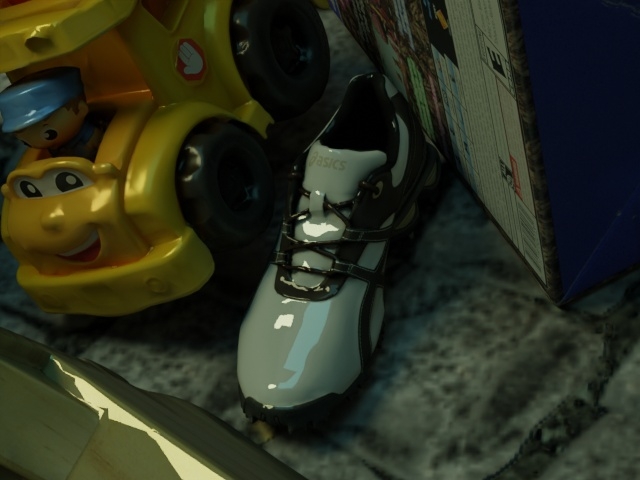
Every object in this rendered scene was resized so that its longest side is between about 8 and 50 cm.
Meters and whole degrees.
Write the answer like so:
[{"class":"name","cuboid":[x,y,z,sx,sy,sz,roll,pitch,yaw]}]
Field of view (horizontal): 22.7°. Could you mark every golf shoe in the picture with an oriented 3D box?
[{"class":"golf shoe","cuboid":[0.000,0.000,0.811,0.077,0.094,0.198,7,55,21]}]

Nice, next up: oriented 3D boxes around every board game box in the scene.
[{"class":"board game box","cuboid":[0.099,-0.158,0.822,0.141,0.232,0.291,-26,49,-7]}]

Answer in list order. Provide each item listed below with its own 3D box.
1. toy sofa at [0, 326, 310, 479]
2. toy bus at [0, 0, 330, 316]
[{"class":"toy sofa","cuboid":[-0.022,0.185,0.645,0.362,0.177,0.150,28,88,33]},{"class":"toy bus","cuboid":[-0.117,-0.101,0.832,0.149,0.211,0.220,-7,48,35]}]
